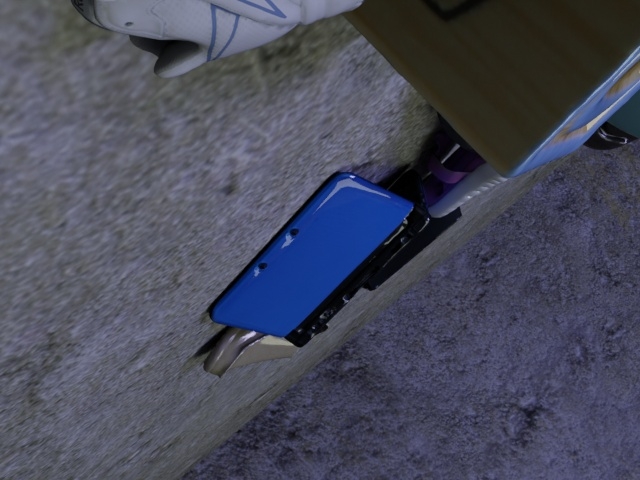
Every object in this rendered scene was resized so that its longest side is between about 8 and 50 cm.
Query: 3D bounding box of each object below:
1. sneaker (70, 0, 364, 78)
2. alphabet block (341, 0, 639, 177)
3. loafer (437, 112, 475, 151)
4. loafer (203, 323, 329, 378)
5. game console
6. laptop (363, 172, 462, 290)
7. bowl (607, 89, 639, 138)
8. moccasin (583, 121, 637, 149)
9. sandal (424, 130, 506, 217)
[{"bbox_3d":[-0.054,-0.139,0.287,0.129,0.111,0.297,-35,167,0],"label":"sneaker"},{"bbox_3d":[0.153,-0.185,0.525,0.193,0.197,0.192,-48,165,29],"label":"alphabet block"},{"bbox_3d":[0.208,-0.200,0.862,0.095,0.109,0.302,-43,165,-12],"label":"loafer"},{"bbox_3d":[-0.077,0.159,1.257,0.269,0.092,0.102,-30,163,-41],"label":"loafer"},{"bbox_3d":[0.000,0.000,1.099,0.293,0.173,0.250,-46,-162,22],"label":"game console"},{"bbox_3d":[0.140,-0.026,1.459,0.234,0.136,0.264,-38,-167,-10],"label":"laptop"},{"bbox_3d":[0.354,-0.252,0.657,0.311,0.311,0.163,-43,151,7],"label":"bowl"},{"bbox_3d":[0.448,-0.221,0.817,0.139,0.146,0.380,27,147,-32],"label":"moccasin"},{"bbox_3d":[0.227,-0.145,1.122,0.169,0.102,0.416,-53,-176,-15],"label":"sandal"}]
